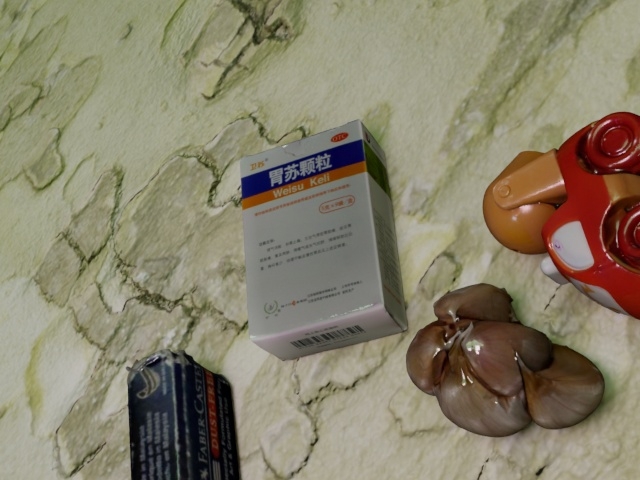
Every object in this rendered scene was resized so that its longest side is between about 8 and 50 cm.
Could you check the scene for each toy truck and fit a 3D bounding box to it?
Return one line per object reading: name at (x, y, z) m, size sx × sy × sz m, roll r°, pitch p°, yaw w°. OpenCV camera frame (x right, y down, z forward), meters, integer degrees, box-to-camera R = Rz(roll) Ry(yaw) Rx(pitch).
toy truck at (0.322, -0.012, 1.107) m, size 0.239 × 0.189 × 0.265 m, roll -27°, pitch 57°, yaw 27°

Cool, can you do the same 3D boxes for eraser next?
eraser at (-0.180, 0.316, 1.235) m, size 0.101 × 0.155 × 0.332 m, roll -21°, pitch 59°, yaw 18°

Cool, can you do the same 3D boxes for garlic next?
garlic at (0.209, 0.160, 1.102) m, size 0.214 × 0.191 × 0.160 m, roll 47°, pitch 118°, yaw 25°

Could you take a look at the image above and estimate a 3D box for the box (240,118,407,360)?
box at (0.000, 0.000, 1.318) m, size 0.200 × 0.106 × 0.299 m, roll -16°, pitch 61°, yaw 20°
